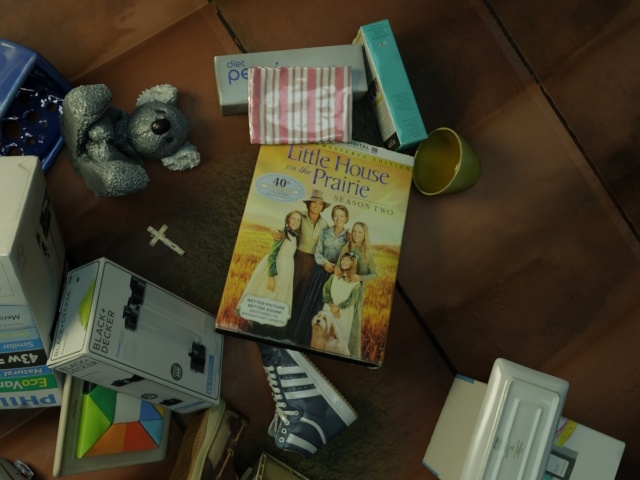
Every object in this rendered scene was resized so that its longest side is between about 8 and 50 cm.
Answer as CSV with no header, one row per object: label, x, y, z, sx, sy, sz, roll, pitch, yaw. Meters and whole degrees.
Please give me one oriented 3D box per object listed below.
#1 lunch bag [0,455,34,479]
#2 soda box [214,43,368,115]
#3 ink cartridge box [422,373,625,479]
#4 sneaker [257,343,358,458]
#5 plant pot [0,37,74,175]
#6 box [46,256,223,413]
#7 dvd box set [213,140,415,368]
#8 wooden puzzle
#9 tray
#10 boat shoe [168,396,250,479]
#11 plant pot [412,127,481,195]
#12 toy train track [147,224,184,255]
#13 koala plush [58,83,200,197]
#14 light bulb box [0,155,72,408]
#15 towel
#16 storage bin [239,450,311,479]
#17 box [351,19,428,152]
lunch bag,-0.524,0.451,1.013,0.243,0.303,0.115,33,81,12
soda box,-0.058,-0.311,1.236,0.286,0.091,0.098,-7,88,-8
ink cartridge box,0.373,0.401,1.193,0.270,0.198,0.197,24,83,-6
sneaker,-0.072,0.280,1.190,0.153,0.099,0.282,-43,95,-10
plant pot,-0.584,-0.227,1.092,0.212,0.236,0.236,29,83,2
box,-0.291,0.168,1.059,0.087,0.290,0.169,-21,51,28
dvd box set,0.000,0.000,1.187,0.308,0.062,0.420,15,70,-6
wooden puzzle,-0.339,0.284,1.101,0.044,0.239,0.221,2,84,36
tray,0.328,0.349,1.075,0.145,0.030,0.270,20,83,-5
boat shoe,-0.188,0.413,1.073,0.123,0.342,0.123,34,116,-14
plant pot,0.262,-0.147,1.262,0.095,0.134,0.134,11,84,-34
toy train track,-0.297,0.000,1.220,0.083,0.014,0.048,37,82,-5
koala plush,-0.340,-0.192,1.166,0.221,0.203,0.196,-28,100,-30
light bulb box,-0.590,0.080,0.976,0.358,0.361,0.225,-3,44,-8
towel,-0.035,-0.251,1.181,0.197,0.029,0.144,-3,101,-9
storage bin,-0.039,0.529,1.101,0.262,0.260,0.123,33,99,-4
box,0.134,-0.299,1.257,0.060,0.100,0.244,-18,89,-9
